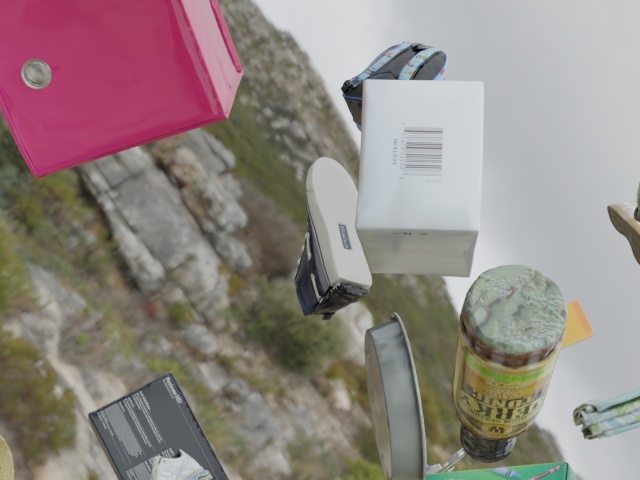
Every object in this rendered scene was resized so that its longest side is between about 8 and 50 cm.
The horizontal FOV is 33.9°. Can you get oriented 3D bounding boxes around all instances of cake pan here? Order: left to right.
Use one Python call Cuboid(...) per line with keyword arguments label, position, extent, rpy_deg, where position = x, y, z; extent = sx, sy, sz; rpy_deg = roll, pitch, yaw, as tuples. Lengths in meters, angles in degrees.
Cuboid(label="cake pan", position=(0.119, 0.267, 1.733), extent=(0.293, 0.054, 0.293), rpy_deg=(173, -90, -86))

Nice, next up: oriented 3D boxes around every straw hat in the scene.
Cuboid(label="straw hat", position=(-0.581, 0.400, 1.792), extent=(0.144, 0.061, 0.144), rpy_deg=(-3, 90, -82))

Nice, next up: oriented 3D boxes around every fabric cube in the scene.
Cuboid(label="fabric cube", position=(-0.270, -0.262, 1.361), extent=(0.259, 0.258, 0.254), rpy_deg=(-87, 159, -68))

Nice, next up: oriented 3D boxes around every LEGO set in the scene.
Cuboid(label="LEGO set", position=(0.224, 0.446, 2.095), extent=(0.060, 0.244, 0.182), rpy_deg=(52, -36, 12))

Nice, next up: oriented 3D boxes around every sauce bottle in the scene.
Cuboid(label="sauce bottle", position=(0.204, 0.157, 1.187), extent=(0.111, 0.111, 0.344), rpy_deg=(56, -14, 31))

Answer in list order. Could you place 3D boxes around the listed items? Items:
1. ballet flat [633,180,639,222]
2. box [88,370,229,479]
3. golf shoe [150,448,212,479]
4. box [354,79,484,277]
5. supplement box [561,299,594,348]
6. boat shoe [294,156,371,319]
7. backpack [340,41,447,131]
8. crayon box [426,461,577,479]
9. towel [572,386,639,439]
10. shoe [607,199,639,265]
Cuboid(label="ballet flat", position=(0.497, -0.081, 1.512), extent=(0.074, 0.074, 0.203), rpy_deg=(57, -18, 26))
Cuboid(label="box", position=(-0.317, 0.419, 2.068), extent=(0.261, 0.184, 0.103), rpy_deg=(61, -18, 10))
Cuboid(label="golf shoe", position=(-0.260, 0.397, 1.712), extent=(0.086, 0.069, 0.176), rpy_deg=(49, 25, 14))
Cuboid(label="box", position=(0.150, -0.080, 1.563), extent=(0.345, 0.168, 0.215), rpy_deg=(64, 29, -76))
Cuboid(label="supplement box", position=(0.395, 0.184, 1.954), extent=(0.080, 0.233, 0.078), rpy_deg=(-39, -110, 54))
Cuboid(label="boat shoe", position=(0.000, 0.000, 2.159), extent=(0.127, 0.158, 0.340), rpy_deg=(17, 48, -31))
Cuboid(label="backpack", position=(0.147, -0.269, 1.870), extent=(0.158, 0.173, 0.117), rpy_deg=(21, -32, 38))
Cuboid(label="crayon box", position=(0.314, 0.469, 1.797), extent=(0.165, 0.279, 0.081), rpy_deg=(58, 34, -33))
Cuboid(label="towel", position=(0.732, 0.335, 2.258), extent=(0.320, 0.375, 0.090), rpy_deg=(54, 17, -77))
Cuboid(label="shoe", position=(0.543, -0.017, 1.770), extent=(0.219, 0.058, 0.076), rpy_deg=(-98, 170, -65))
